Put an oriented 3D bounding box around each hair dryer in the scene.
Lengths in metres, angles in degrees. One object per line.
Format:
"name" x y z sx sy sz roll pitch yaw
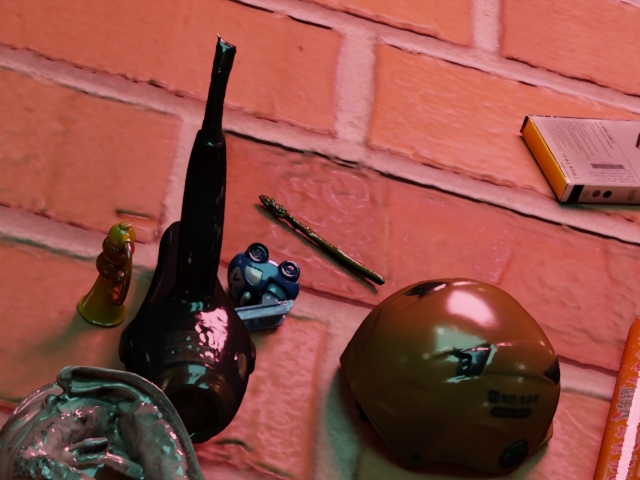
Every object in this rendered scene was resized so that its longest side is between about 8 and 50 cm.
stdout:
"hair dryer" -0.099 -0.028 1.580 0.120 0.359 0.304 7 30 -6

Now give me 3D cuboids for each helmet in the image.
"helmet" 0.134 0.110 1.698 0.224 0.130 0.198 -3 46 -29

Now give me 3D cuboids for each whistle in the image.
"whistle" -0.191 0.033 1.664 0.046 0.109 0.057 21 43 0

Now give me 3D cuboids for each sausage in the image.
"sausage" 0.302 0.171 1.758 0.053 0.053 0.348 22 37 3

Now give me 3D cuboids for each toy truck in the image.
"toy truck" -0.064 0.055 1.742 0.073 0.056 0.090 29 50 -1

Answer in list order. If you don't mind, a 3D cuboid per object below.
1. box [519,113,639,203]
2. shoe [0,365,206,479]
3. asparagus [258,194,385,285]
"box" 0.364 -0.091 2.128 0.247 0.033 0.129 2 40 -22
"shoe" -0.165 0.185 1.386 0.171 0.198 0.351 14 24 -15
"asparagus" 0.000 0.000 1.866 0.166 0.013 0.016 34 81 19
